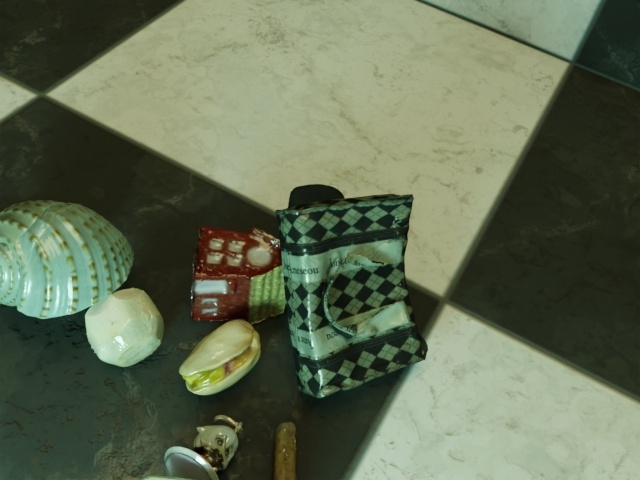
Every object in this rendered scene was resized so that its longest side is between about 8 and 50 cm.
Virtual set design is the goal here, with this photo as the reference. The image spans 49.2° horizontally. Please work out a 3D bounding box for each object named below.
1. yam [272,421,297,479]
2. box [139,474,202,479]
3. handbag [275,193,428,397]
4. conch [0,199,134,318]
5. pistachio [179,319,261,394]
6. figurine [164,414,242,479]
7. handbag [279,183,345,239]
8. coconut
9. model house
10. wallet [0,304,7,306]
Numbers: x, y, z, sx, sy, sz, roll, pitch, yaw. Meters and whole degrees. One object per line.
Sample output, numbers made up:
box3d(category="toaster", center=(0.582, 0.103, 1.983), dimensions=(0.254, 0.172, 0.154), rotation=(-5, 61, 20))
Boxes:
box3d(category="yam", center=(-0.070, 0.483, 1.407), dimensions=(0.056, 0.057, 0.241), rotation=(6, 47, -5))
box3d(category="box", center=(-0.237, 0.537, 1.277), dimensions=(0.243, 0.135, 0.163), rotation=(8, 50, -5))
box3d(category="handbag", center=(0.080, 0.111, 1.560), dimensions=(0.316, 0.416, 0.180), rotation=(-9, 7, -24))
box3d(category="conch", center=(-0.574, 0.016, 1.515), dimensions=(0.302, 0.215, 0.319), rotation=(17, 42, 27))
box3d(category="pistachio", center=(-0.218, 0.260, 1.541), dimensions=(0.200, 0.117, 0.145), rotation=(-41, 28, -28))
box3d(category="figurine", center=(-0.223, 0.419, 1.406), dimensions=(0.132, 0.132, 0.154), rotation=(27, 38, 13))
box3d(category="handbag", center=(0.000, 0.000, 1.756), dimensions=(0.181, 0.181, 0.254), rotation=(-5, 51, -16))
box3d(category="coconut", center=(-0.430, 0.181, 1.530), dimensions=(0.161, 0.161, 0.162), rotation=(-24, 66, -28))
box3d(category="model house", center=(-0.174, 0.083, 1.644), dimensions=(0.253, 0.196, 0.160), rotation=(2, 47, -10))
box3d(category="wallet", center=(-0.748, 0.061, 1.644), dimensions=(0.405, 0.062, 0.228), rotation=(0, 49, -12))
